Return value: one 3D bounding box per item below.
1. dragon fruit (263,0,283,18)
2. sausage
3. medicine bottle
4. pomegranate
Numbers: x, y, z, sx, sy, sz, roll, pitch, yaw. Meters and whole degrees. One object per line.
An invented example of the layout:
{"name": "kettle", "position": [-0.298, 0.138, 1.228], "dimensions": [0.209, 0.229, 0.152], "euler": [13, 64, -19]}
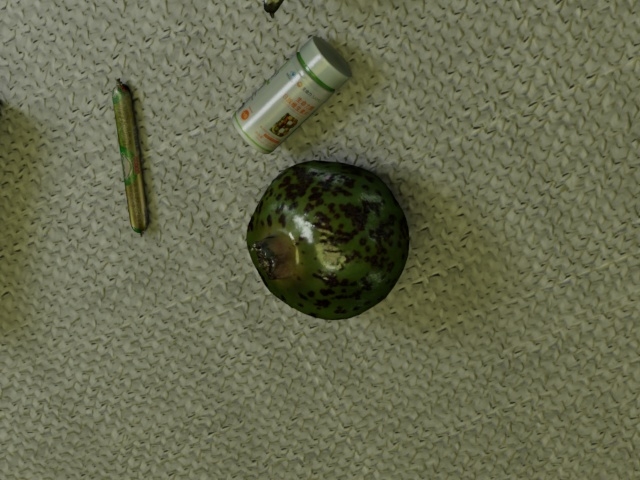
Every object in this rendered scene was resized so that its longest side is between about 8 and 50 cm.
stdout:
{"name": "dragon fruit", "position": [-0.016, -0.446, 1.643], "dimensions": [0.192, 0.193, 0.274], "euler": [11, 115, -26]}
{"name": "sausage", "position": [-0.308, -0.131, 1.891], "dimensions": [0.033, 0.033, 0.269], "euler": [-1, 110, 10]}
{"name": "medicine bottle", "position": [-0.046, -0.221, 1.785], "dimensions": [0.086, 0.086, 0.183], "euler": [45, 112, -8]}
{"name": "pomegranate", "position": [0.000, 0.000, 1.771], "dimensions": [0.254, 0.270, 0.254], "euler": [16, 113, 44]}
